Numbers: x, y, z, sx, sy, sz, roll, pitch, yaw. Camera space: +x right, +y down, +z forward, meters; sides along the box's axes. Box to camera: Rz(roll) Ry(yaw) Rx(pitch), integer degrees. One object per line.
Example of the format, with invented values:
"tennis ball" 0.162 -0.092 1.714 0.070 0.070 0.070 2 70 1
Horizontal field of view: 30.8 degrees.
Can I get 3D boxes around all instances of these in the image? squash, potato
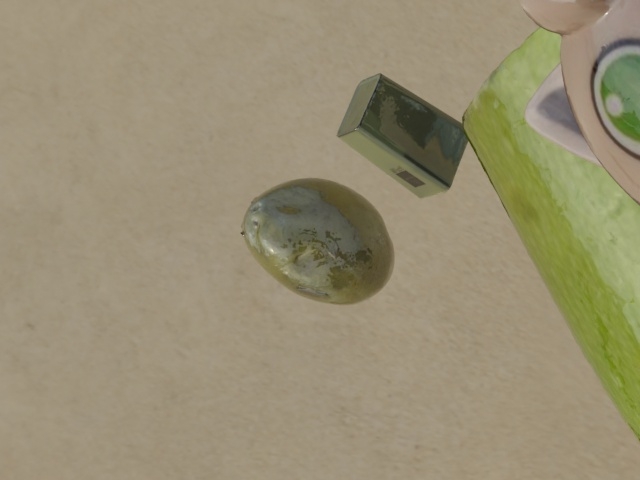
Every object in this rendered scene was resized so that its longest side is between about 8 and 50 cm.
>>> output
"squash" 0.235 0.008 0.639 0.210 0.233 0.309 -32 79 -3
"potato" 0.000 0.000 1.654 0.160 0.235 0.178 -67 28 21

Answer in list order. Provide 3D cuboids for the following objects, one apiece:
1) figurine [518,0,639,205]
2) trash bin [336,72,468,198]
"figurine" 0.126 -0.061 0.340 0.125 0.125 0.138 -56 47 9
"trash bin" 0.064 -0.083 0.911 0.043 0.092 0.061 -16 47 60
